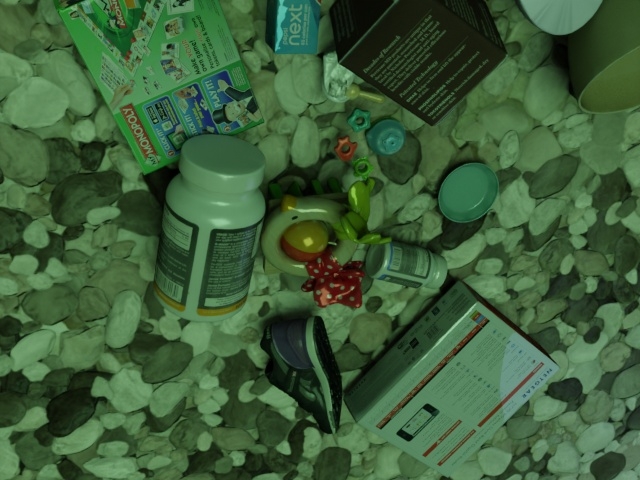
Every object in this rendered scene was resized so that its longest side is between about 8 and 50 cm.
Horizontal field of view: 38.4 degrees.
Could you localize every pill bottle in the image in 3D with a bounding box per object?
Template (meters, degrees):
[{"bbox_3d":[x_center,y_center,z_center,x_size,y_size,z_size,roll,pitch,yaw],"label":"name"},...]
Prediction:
[{"bbox_3d":[-0.175,-0.019,1.477,0.162,0.162,0.278,2,124,-19],"label":"pill bottle"},{"bbox_3d":[0.159,0.045,1.688,0.137,0.078,0.078,14,111,-24],"label":"pill bottle"}]

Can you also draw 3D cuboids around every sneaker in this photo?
[{"bbox_3d":[-0.036,0.255,1.741,0.124,0.107,0.283,-5,126,13],"label":"sneaker"}]

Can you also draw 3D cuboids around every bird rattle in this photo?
[{"bbox_3d":[0.000,0.000,1.532,0.207,0.143,0.253,14,140,-17],"label":"bird rattle"}]

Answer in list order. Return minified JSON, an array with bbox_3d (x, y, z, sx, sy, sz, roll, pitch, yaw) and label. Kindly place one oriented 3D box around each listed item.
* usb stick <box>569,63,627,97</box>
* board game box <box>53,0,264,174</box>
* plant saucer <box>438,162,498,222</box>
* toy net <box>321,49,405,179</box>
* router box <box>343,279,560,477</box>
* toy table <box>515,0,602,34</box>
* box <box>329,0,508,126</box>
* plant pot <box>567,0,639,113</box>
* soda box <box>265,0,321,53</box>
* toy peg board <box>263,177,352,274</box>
[{"bbox_3d":[0.583,-0.286,1.673,0.278,0.045,0.077,-1,124,-18],"label":"usb stick"},{"bbox_3d":[-0.229,-0.262,1.373,0.214,0.046,0.317,-24,136,-4],"label":"board game box"},{"bbox_3d":[0.268,-0.091,1.685,0.120,0.021,0.119,-8,120,-14],"label":"plant saucer"},{"bbox_3d":[0.053,-0.216,1.538,0.122,0.045,0.232,-34,120,3],"label":"toy net"},{"bbox_3d":[0.264,0.285,1.836,0.335,0.082,0.301,-46,125,9],"label":"router box"},{"bbox_3d":[0.346,-0.472,1.423,0.252,0.161,0.274,-3,116,-14],"label":"toy table"},{"bbox_3d":[0.147,-0.321,1.416,0.203,0.168,0.167,28,125,-28],"label":"box"},{"bbox_3d":[0.522,-0.360,1.500,0.284,0.190,0.284,-17,164,-5],"label":"plant pot"},{"bbox_3d":[-0.038,-0.394,1.398,0.071,0.067,0.210,-3,118,-16],"label":"soda box"},{"bbox_3d":[-0.023,-0.033,1.601,0.161,0.079,0.160,-6,134,-15],"label":"toy peg board"}]
